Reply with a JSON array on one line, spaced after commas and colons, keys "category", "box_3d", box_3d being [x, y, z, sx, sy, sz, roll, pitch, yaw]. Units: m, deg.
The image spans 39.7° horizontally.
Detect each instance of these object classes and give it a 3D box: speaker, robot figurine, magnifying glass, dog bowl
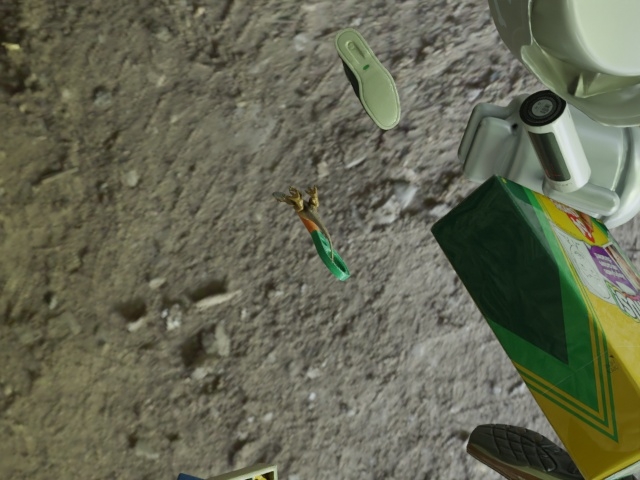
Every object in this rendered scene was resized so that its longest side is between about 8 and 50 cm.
[{"category": "speaker", "box_3d": [0.280, -0.115, 1.051, 0.055, 0.055, 0.136, -11, 144, 23]}, {"category": "robot figurine", "box_3d": [0.421, -0.133, 1.530, 0.353, 0.300, 0.200, 13, 122, -7]}, {"category": "magnifying glass", "box_3d": [0.000, 0.000, 2.034, 0.026, 0.092, 0.231, -42, 57, 12]}, {"category": "dog bowl", "box_3d": [0.311, -0.290, 0.859, 0.102, 0.348, 0.349, 46, 128, 51]}]

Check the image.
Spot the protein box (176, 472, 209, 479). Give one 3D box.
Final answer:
[{"category": "protein box", "box_3d": [-0.029, 0.286, 0.574, 0.201, 0.200, 0.136, 17, 110, -4]}]

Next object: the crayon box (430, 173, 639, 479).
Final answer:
[{"category": "crayon box", "box_3d": [0.318, 0.102, 1.013, 0.106, 0.362, 0.313, -41, 62, 23]}]

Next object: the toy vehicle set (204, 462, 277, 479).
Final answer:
[{"category": "toy vehicle set", "box_3d": [-0.127, 0.483, 1.325, 0.035, 0.166, 0.267, -3, 90, 39]}]

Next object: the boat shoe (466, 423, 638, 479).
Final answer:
[{"category": "boat shoe", "box_3d": [0.420, 0.447, 1.636, 0.323, 0.122, 0.120, 19, 115, 29]}]

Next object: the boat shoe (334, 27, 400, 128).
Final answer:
[{"category": "boat shoe", "box_3d": [0.105, -0.350, 1.928, 0.084, 0.079, 0.233, -28, 92, -1]}]

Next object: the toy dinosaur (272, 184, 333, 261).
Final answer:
[{"category": "toy dinosaur", "box_3d": [-0.023, -0.063, 1.932, 0.211, 0.064, 0.112, 45, 161, 31]}]
